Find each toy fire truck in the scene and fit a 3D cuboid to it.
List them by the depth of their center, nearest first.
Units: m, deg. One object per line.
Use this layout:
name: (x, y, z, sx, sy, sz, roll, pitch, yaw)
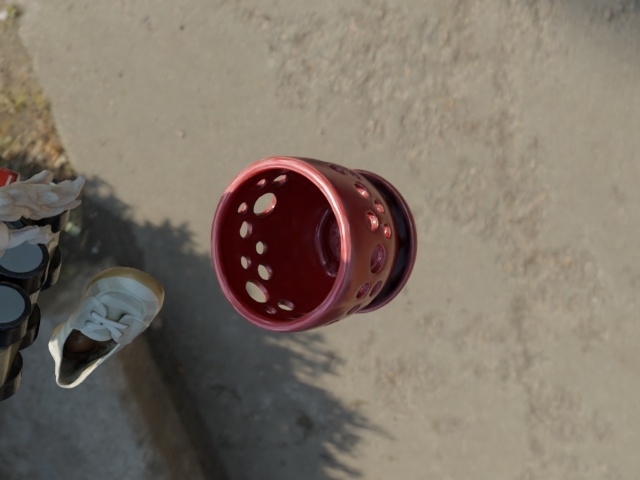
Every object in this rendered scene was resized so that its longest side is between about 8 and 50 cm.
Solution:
toy fire truck: (-0.386, 0.032, 1.196, 0.246, 0.217, 0.158, 15, 136, -6)

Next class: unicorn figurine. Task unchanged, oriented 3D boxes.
unicorn figurine: (-0.205, 0.011, 0.672, 0.060, 0.111, 0.162, 47, 118, 7)

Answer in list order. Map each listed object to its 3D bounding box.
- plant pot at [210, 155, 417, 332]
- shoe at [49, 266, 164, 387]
plant pot: (0.000, 0.000, 1.398, 0.191, 0.174, 0.191, 3, 96, 34)
shoe: (-0.222, 0.092, 1.275, 0.077, 0.058, 0.219, 25, 145, -19)
